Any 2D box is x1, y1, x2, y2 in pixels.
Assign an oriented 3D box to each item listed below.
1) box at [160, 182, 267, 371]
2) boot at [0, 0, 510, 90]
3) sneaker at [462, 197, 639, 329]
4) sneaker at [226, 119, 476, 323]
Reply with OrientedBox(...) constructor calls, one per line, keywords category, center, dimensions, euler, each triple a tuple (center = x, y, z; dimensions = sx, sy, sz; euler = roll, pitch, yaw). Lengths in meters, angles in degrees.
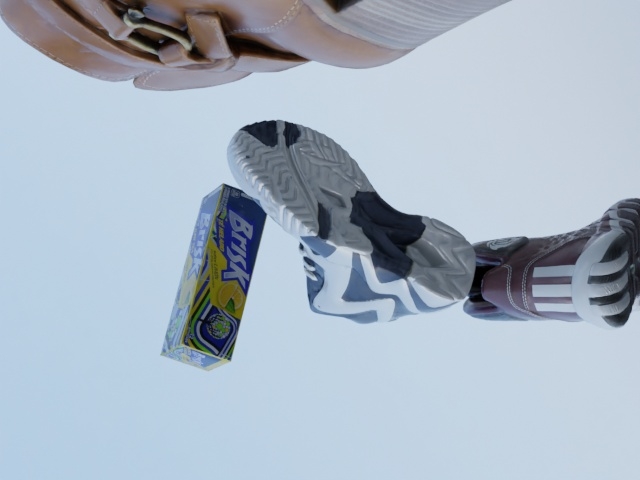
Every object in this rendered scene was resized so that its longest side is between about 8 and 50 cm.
OrientedBox(category="box", center=(-0.100, 0.035, 1.489), dimensions=(0.054, 0.059, 0.168), euler=(21, -113, -21))
OrientedBox(category="boot", center=(-0.077, -0.135, 0.608), dimensions=(0.283, 0.220, 0.109), euler=(12, -103, -36))
OrientedBox(category="sneaker", center=(0.210, 0.018, 1.410), dimensions=(0.281, 0.163, 0.106), euler=(-11, -81, -70))
OrientedBox(category="sneaker", center=(0.000, 0.000, 1.319), dimensions=(0.235, 0.153, 0.094), euler=(27, -123, -18))
